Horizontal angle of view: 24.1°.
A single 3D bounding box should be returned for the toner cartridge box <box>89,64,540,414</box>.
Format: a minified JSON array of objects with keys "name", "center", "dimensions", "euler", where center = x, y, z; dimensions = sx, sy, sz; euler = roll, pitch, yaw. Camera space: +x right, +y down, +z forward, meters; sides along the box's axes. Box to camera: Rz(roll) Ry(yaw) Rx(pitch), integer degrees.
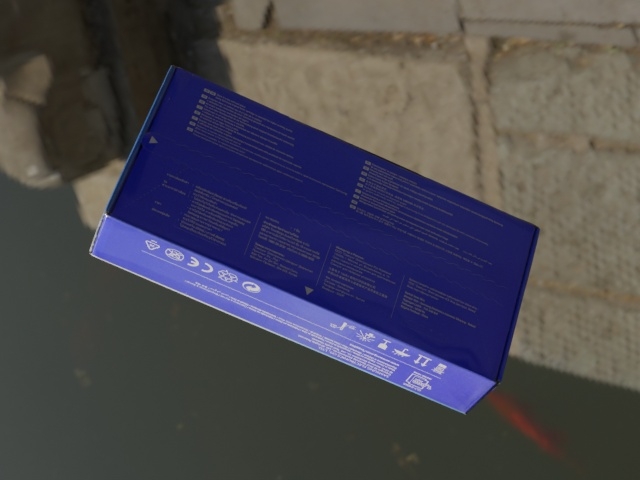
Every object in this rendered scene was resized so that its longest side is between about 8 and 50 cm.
[{"name":"toner cartridge box","center":[0.000,0.000,1.258],"dimensions":[0.347,0.165,0.075],"euler":[24,146,-6]}]
